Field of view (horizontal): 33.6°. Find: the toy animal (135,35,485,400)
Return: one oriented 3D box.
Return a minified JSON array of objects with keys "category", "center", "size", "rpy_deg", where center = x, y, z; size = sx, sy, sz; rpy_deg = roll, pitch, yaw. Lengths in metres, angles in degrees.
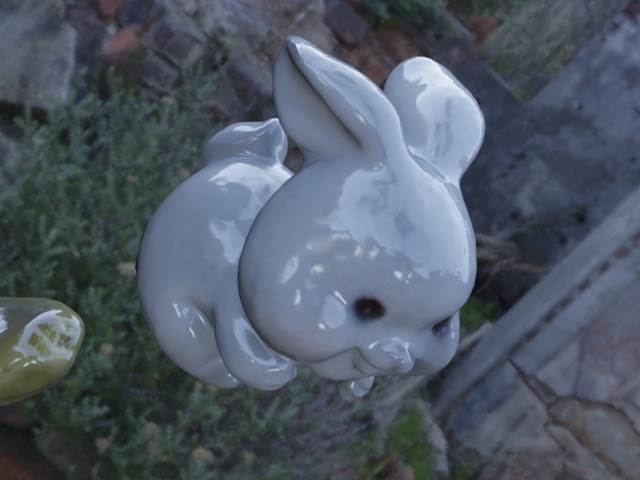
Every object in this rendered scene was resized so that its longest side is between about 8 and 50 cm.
[{"category":"toy animal","center":[-0.006,-0.005,0.570],"size":[0.127,0.193,0.178],"rpy_deg":[10,64,-38]}]

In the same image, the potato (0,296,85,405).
[{"category":"potato","center":[-0.232,0.076,0.738],"size":[0.138,0.070,0.091],"rpy_deg":[6,28,12]}]
